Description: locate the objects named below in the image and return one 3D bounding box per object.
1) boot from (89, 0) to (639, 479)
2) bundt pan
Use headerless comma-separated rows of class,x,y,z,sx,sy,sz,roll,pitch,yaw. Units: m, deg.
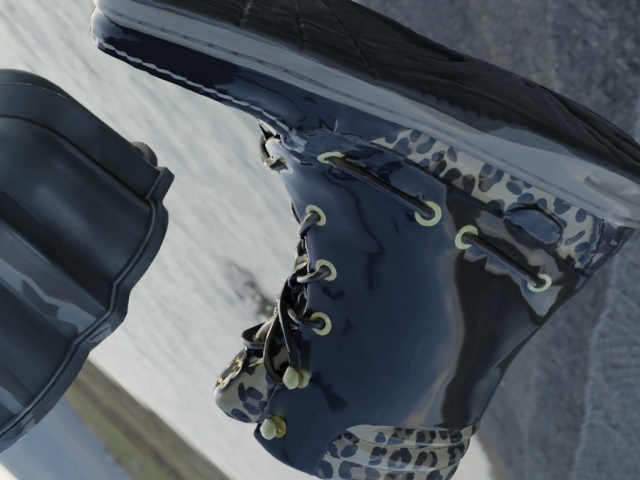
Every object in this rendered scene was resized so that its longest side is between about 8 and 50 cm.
boot,0.000,0.000,0.798,0.377,0.284,0.138,18,-154,-18
bundt pan,-0.254,0.018,0.748,0.124,0.331,0.331,49,166,-28
